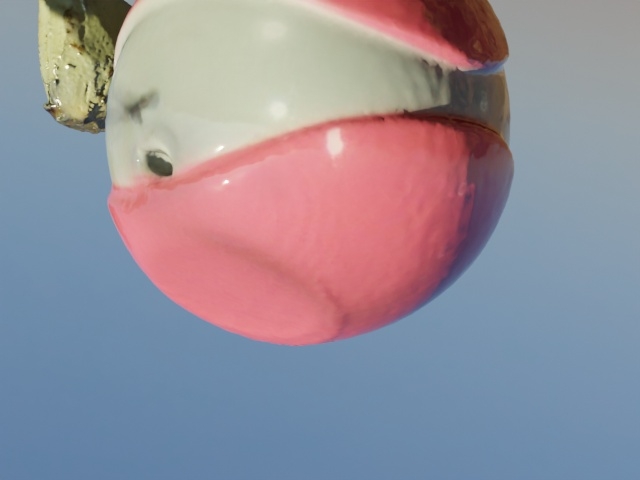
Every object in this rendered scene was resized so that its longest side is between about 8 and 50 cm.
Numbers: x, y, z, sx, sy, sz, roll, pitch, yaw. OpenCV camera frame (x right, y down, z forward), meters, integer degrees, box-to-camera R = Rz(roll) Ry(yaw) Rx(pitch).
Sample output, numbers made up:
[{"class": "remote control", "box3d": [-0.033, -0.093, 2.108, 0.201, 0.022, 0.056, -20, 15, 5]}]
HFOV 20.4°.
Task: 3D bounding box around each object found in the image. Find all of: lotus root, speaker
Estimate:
[{"class": "lotus root", "box3d": [-0.220, -0.180, 1.799, 0.070, 0.144, 0.143, -9, 155, 44]}, {"class": "speaker", "box3d": [-0.010, -0.085, 1.191, 0.294, 0.294, 0.294, 10, -170, -2]}]
